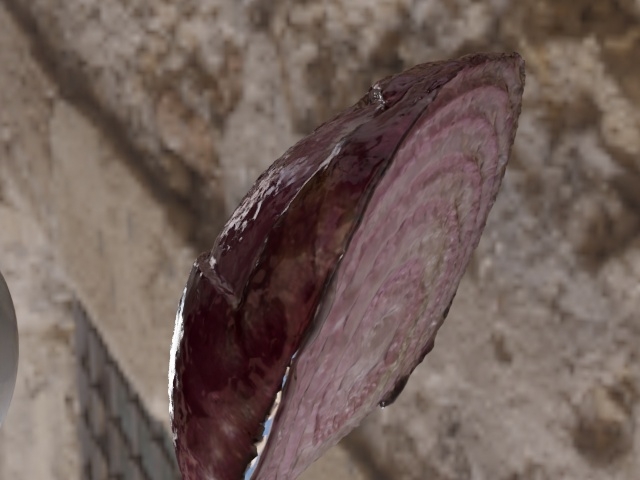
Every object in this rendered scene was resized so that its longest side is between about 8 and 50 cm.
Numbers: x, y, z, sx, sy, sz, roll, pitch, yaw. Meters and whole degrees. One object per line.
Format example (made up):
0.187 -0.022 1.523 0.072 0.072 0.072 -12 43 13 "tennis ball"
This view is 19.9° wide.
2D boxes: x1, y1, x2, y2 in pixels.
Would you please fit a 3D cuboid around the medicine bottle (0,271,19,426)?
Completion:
-0.284 0.055 0.904 0.144 0.144 0.252 24 -167 36 "medicine bottle"

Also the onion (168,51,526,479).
0.000 0.000 0.932 0.111 0.247 0.250 29 -143 18 "onion"
